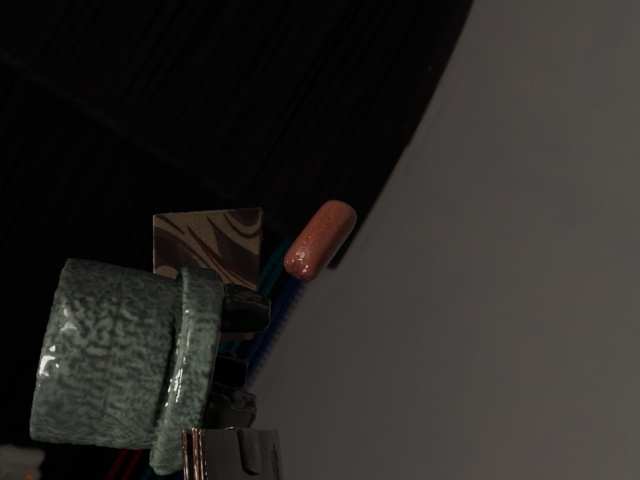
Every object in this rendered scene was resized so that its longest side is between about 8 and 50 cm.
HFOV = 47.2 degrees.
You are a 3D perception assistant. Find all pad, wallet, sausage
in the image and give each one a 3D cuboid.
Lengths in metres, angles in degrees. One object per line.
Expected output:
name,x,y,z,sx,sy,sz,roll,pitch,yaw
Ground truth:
pad,-0.229,0.084,1.491,0.220,0.330,0.004,-5,-148,-19
wallet,-0.082,0.250,0.733,0.042,0.124,0.230,-11,162,13
sausage,0.000,0.000,1.116,0.062,0.154,0.062,22,141,19

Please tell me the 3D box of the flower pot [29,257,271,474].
flower pot,-0.224,0.177,0.992,0.283,0.299,0.299,9,-178,-15
